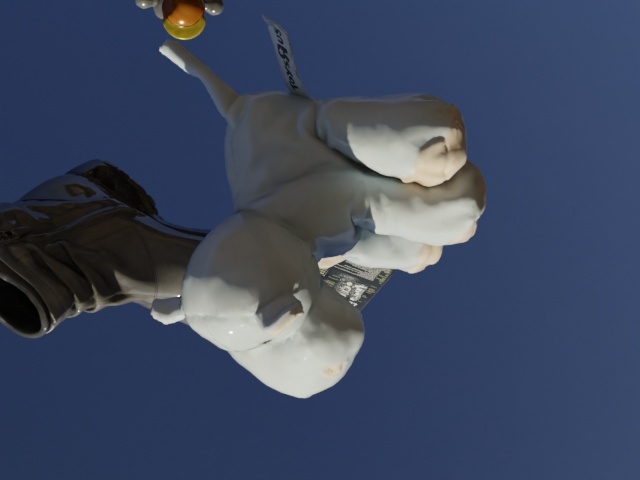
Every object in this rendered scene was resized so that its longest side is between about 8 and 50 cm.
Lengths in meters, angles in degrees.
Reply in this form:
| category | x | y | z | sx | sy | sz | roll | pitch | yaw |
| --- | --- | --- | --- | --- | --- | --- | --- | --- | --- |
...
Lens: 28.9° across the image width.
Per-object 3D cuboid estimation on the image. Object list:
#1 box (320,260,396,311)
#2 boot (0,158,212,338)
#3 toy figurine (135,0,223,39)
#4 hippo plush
| category | x | y | z | sx | sy | sz | roll | pitch | yaw |
| --- | --- | --- | --- | --- | --- | --- | --- | --- | --- |
| box | 0.000 | 0.000 | 1.534 | 0.180 | 0.147 | 0.077 | 20 | -124 | -11 |
| boot | -0.197 | 0.049 | 1.199 | 0.338 | 0.118 | 0.223 | 27 | -150 | 24 |
| toy figurine | -0.146 | -0.354 | 1.378 | 0.209 | 0.213 | 0.148 | 53 | -179 | -22 |
| hippo plush | -0.002 | -0.005 | 1.033 | 0.294 | 0.234 | 0.236 | 52 | -136 | -38 |
